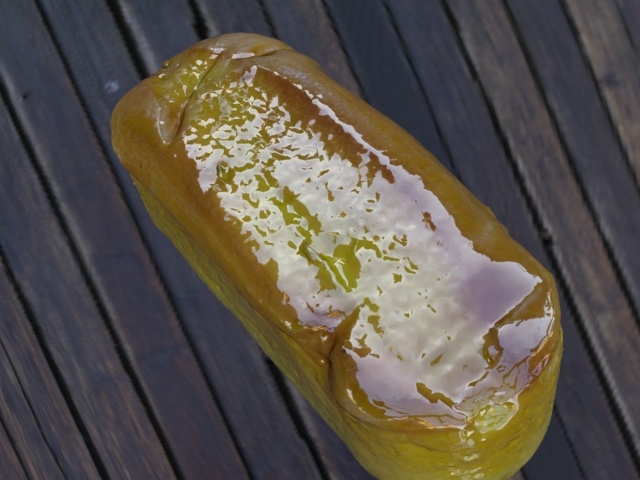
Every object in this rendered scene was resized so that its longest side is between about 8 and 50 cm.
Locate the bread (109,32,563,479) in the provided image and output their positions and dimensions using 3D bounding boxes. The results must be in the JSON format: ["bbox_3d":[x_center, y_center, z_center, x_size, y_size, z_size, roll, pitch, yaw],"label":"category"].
[{"bbox_3d":[0.000,0.000,0.498,0.102,0.094,0.245,-31,54,-17],"label":"bread"}]
